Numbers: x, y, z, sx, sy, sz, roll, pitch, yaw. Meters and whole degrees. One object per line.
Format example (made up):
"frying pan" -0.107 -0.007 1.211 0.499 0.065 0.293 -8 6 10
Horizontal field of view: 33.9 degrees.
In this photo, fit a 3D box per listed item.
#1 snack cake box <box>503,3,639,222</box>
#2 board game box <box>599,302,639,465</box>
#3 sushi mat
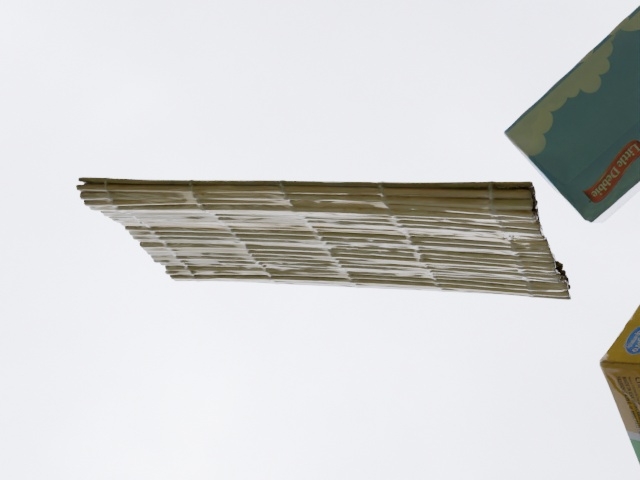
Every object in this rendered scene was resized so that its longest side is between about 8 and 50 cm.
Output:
"snack cake box" 0.261 -0.129 0.731 0.264 0.152 0.089 -44 -102 13
"board game box" 0.337 0.094 0.796 0.316 0.064 0.242 -44 -64 -39
"sushi mat" 0.000 0.000 0.701 0.317 0.151 0.019 2 -114 25
